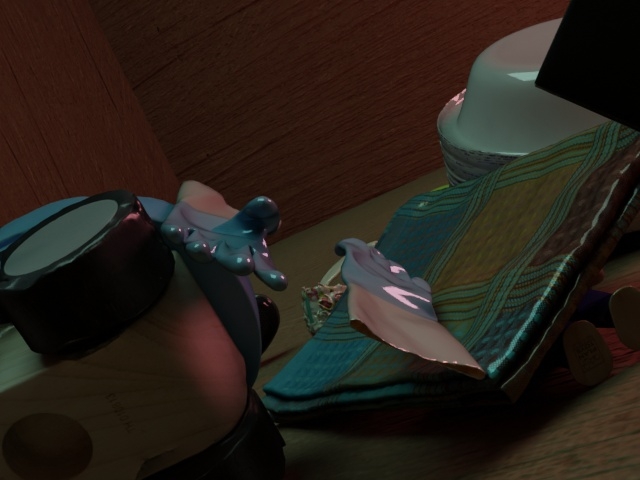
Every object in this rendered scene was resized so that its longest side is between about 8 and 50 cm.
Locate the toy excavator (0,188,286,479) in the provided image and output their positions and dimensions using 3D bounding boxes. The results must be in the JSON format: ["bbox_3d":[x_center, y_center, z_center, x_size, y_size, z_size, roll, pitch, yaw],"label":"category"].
[{"bbox_3d":[-0.256,0.081,0.815,0.432,0.222,0.445,-26,23,7],"label":"toy excavator"}]

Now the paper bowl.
[{"bbox_3d":[0.255,-0.127,0.957,0.284,0.148,0.284,-13,23,6],"label":"paper bowl"}]

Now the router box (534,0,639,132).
[{"bbox_3d":[0.274,-0.168,0.454,0.309,0.242,0.081,-67,-9,16],"label":"router box"}]

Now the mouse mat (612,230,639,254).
[{"bbox_3d":[0.358,-0.038,0.899,0.189,0.007,0.152,-31,6,-39],"label":"mouse mat"}]

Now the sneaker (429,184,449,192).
[{"bbox_3d":[0.246,-0.036,1.078,0.295,0.110,0.123,-24,30,-18],"label":"sneaker"}]

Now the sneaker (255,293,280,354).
[{"bbox_3d":[-0.147,0.147,1.176,0.227,0.087,0.130,-29,6,1],"label":"sneaker"}]

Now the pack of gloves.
[{"bbox_3d":[0.000,0.000,0.636,0.232,0.195,0.046,-109,40,-78],"label":"pack of gloves"}]

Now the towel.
[{"bbox_3d":[0.100,0.025,0.768,0.271,0.040,0.370,-52,11,-24],"label":"towel"}]

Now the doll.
[{"bbox_3d":[0.152,0.059,0.683,0.129,0.046,0.189,-34,5,-8],"label":"doll"}]

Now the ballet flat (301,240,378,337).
[{"bbox_3d":[0.062,0.045,1.197,0.091,0.077,0.241,-24,4,41],"label":"ballet flat"}]
